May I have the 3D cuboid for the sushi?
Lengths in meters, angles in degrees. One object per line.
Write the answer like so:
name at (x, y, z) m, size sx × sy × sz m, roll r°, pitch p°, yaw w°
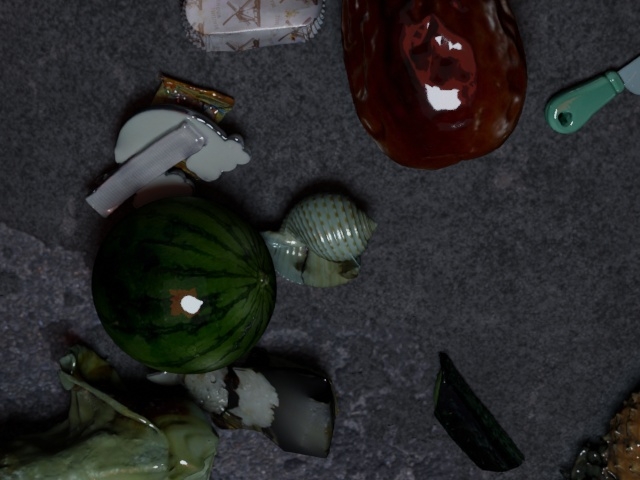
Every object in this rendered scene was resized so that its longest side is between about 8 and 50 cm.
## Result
sushi at (-0.102, 0.202, 1.664) m, size 0.272 × 0.109 × 0.134 m, roll 11°, pitch 116°, yaw 12°

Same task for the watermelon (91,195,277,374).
watermelon at (-0.175, 0.058, 1.530) m, size 0.242 × 0.242 × 0.242 m, roll 0°, pitch 108°, yaw -1°

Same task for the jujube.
jujube at (0.138, -0.248, 1.465) m, size 0.223 × 0.223 × 0.318 m, roll -14°, pitch 101°, yaw 3°

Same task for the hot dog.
hot dog at (-0.087, -0.299, 1.511) m, size 0.191 × 0.059 × 0.108 m, roll -4°, pitch 95°, yaw 4°

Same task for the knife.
knife at (0.419, -0.219, 1.566) m, size 0.260 × 0.034 × 0.063 m, roll -30°, pitch 111°, yaw 5°

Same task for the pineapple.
pineapple at (0.435, 0.334, 1.697) m, size 0.169 × 0.169 × 0.340 m, roll 38°, pitch 114°, yaw -13°

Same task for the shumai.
shumai at (-0.288, 0.344, 1.575) m, size 0.395 × 0.395 × 0.348 m, roll 41°, pitch 96°, yaw -13°

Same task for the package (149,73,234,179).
package at (-0.186, -0.154, 1.569) m, size 0.108 × 0.031 × 0.121 m, roll 23°, pitch 108°, yaw -10°

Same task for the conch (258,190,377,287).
conch at (0.005, -0.004, 1.588) m, size 0.153 × 0.102 × 0.135 m, roll -1°, pitch 121°, yaw 35°

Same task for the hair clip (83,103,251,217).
hair clip at (-0.213, -0.105, 1.549) m, size 0.220 × 0.054 × 0.140 m, roll -31°, pitch 113°, yaw 22°

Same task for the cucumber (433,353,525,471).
cucumber at (0.212, 0.266, 1.715) m, size 0.070 × 0.046 × 0.220 m, roll -32°, pitch 107°, yaw 17°
